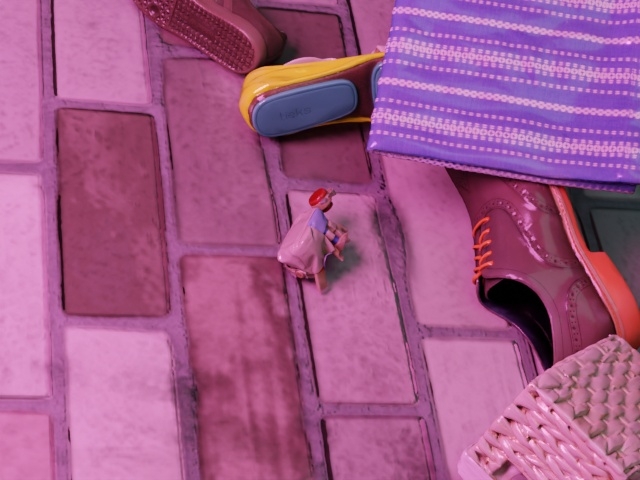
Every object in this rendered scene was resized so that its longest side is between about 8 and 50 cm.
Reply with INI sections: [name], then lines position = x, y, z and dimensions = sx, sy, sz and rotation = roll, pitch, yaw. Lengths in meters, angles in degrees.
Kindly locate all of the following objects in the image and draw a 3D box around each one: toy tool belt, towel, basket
[toy tool belt]
position = 0.000, 0.000, 1.245
dimensions = 0.051, 0.052, 0.083
rotation = 45, 49, -22
[towel]
position = 0.188, -0.213, 1.294
dimensions = 0.243, 0.040, 0.336
rotation = 9, 69, 7
[basket]
position = 0.204, 0.156, 1.113
dimensions = 0.113, 0.103, 0.167
rotation = 45, 34, 19

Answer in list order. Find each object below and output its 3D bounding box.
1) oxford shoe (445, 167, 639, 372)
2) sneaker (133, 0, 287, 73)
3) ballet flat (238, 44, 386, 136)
[oxford shoe]
position = 0.169, -0.001, 1.268
dimensions = 0.098, 0.097, 0.271
rotation = -21, 61, -23
[sneaker]
position = -0.114, -0.228, 1.388
dimensions = 0.188, 0.066, 0.071
rotation = 43, 35, 11
[ballet flat]
position = 0.037, -0.147, 1.339
dimensions = 0.231, 0.077, 0.077
rotation = -8, 36, -7
